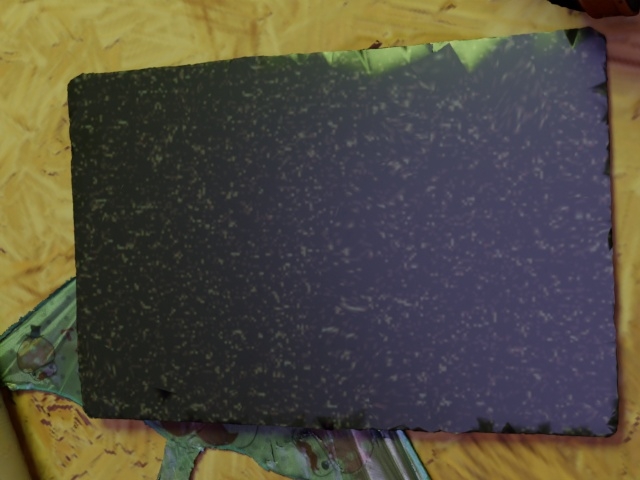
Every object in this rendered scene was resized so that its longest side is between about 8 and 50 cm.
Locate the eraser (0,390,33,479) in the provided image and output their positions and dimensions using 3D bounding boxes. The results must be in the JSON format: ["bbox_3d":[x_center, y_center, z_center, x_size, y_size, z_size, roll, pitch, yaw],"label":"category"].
[{"bbox_3d":[-0.296,0.105,0.695,0.171,0.087,0.291,-22,86,25],"label":"eraser"}]

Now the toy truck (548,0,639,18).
[{"bbox_3d":[0.108,-0.233,0.499,0.114,0.107,0.253,1,94,21],"label":"toy truck"}]

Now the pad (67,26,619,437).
[{"bbox_3d":[0.000,0.000,0.608,0.330,0.004,0.220,-1,92,20],"label":"pad"}]

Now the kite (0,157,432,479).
[{"bbox_3d":[-0.078,0.104,0.651,0.335,0.011,0.314,16,100,19],"label":"kite"}]
